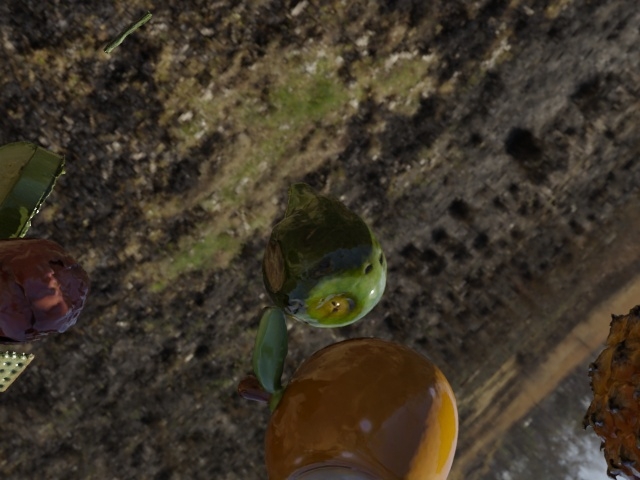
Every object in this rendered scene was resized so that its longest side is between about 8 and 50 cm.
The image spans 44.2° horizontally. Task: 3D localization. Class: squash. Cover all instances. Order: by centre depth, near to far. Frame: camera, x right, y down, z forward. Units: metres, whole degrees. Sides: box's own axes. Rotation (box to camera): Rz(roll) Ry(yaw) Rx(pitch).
[{"bbox_3d":[-0.523,-0.081,1.319,0.133,0.220,0.220,38,97,-26],"label":"squash"}]

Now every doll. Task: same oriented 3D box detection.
[{"bbox_3d":[0.016,0.182,0.790,0.213,0.236,0.213,-60,176,-6],"label":"doll"}]

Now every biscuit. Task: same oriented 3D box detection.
[{"bbox_3d":[-0.630,0.219,1.353,0.231,0.016,0.139,16,135,-40],"label":"biscuit"}]

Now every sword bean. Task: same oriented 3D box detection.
[{"bbox_3d":[-0.246,-0.264,1.001,0.083,0.012,0.012,-33,165,19],"label":"sword bean"}]

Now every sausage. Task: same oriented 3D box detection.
[{"bbox_3d":[-0.458,0.075,1.128,0.152,0.280,0.152,14,75,-63],"label":"sausage"}]

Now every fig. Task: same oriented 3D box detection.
[{"bbox_3d":[0.000,0.000,1.309,0.206,0.275,0.206,-6,141,-5],"label":"fig"}]

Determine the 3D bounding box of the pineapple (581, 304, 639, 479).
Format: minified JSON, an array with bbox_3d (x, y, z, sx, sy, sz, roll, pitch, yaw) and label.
[{"bbox_3d":[0.499,0.203,0.948,0.352,0.352,0.300,-50,-171,9],"label":"pineapple"}]
